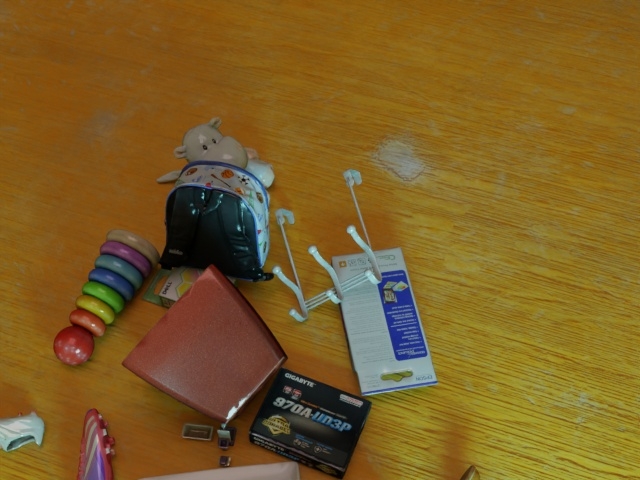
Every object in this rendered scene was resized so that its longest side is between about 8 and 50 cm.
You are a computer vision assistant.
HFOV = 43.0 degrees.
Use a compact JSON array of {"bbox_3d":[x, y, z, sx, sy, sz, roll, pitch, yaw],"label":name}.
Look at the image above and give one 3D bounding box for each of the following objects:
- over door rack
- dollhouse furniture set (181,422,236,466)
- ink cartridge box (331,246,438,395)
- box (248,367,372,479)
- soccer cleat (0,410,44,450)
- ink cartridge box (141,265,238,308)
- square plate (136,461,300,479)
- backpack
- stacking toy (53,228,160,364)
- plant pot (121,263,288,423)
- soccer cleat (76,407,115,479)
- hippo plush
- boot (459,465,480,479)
[{"bbox_3d":[0.000,0.000,1.923,0.240,0.108,0.324,-28,53,25],"label":"over door rack"},{"bbox_3d":[-0.243,0.420,1.719,0.114,0.081,0.091,6,56,4],"label":"dollhouse furniture set"},{"bbox_3d":[0.142,0.189,1.888,0.176,0.069,0.370,-8,54,-6],"label":"ink cartridge box"},{"bbox_3d":[-0.021,0.391,1.752,0.220,0.051,0.175,20,54,12],"label":"box"},{"bbox_3d":[-0.692,0.415,1.731,0.196,0.068,0.076,-7,59,-8],"label":"soccer cleat"},{"bbox_3d":[-0.314,0.115,1.934,0.209,0.062,0.109,18,58,11],"label":"ink cartridge box"},{"bbox_3d":[-0.201,0.548,1.556,0.344,0.049,0.347,-6,16,-4],"label":"square plate"},{"bbox_3d":[-0.231,-0.056,1.867,0.277,0.263,0.213,7,48,3],"label":"backpack"},{"bbox_3d":[-0.509,0.141,1.891,0.141,0.141,0.330,20,65,13],"label":"stacking toy"},{"bbox_3d":[-0.216,0.239,1.718,0.236,0.267,0.267,40,83,7],"label":"plant pot"},{"bbox_3d":[-0.474,0.469,1.689,0.095,0.083,0.248,-18,61,-6],"label":"soccer cleat"},{"bbox_3d":[-0.249,-0.209,2.047,0.294,0.236,0.234,37,64,22],"label":"hippo plush"},{"bbox_3d":[0.333,0.615,1.591,0.211,0.104,0.295,22,64,7],"label":"boot"}]
